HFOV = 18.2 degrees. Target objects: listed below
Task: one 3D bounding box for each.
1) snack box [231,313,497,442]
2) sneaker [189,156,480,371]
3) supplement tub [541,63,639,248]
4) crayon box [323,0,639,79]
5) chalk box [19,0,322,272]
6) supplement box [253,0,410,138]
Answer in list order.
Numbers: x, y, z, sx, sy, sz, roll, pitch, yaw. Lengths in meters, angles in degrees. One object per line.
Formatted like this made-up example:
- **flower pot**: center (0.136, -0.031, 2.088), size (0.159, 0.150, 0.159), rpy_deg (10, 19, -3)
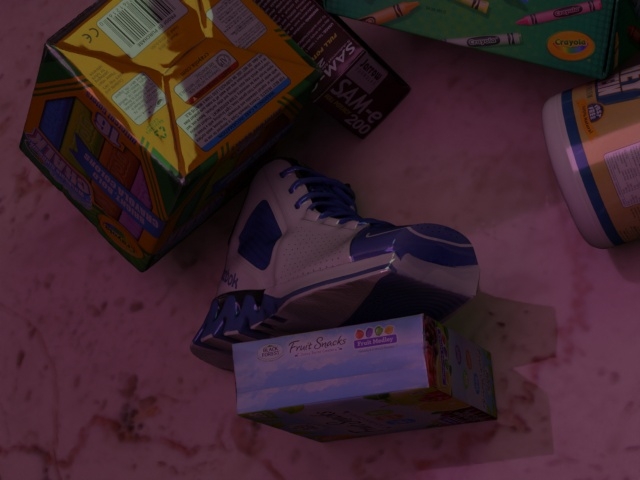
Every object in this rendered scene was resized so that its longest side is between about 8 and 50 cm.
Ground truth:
- **snack box**: center (0.042, 0.123, 1.735), size (0.174, 0.207, 0.070), rpy_deg (-9, 74, 18)
- **sneaker**: center (-0.001, 0.000, 1.791), size (0.315, 0.127, 0.182), rpy_deg (-20, 57, 48)
- **supplement tub**: center (0.305, -0.087, 1.720), size (0.200, 0.144, 0.144), rpy_deg (-19, 71, 16)
- **crayon box**: center (0.162, -0.234, 1.795), size (0.278, 0.165, 0.081), rpy_deg (17, 119, 24)
- **chalk box**: center (-0.149, -0.106, 1.837), size (0.179, 0.289, 0.180), rpy_deg (45, 66, 6)
- **supplement box**: center (-0.034, -0.212, 1.891), size (0.073, 0.130, 0.239), rpy_deg (-47, 65, 6)
